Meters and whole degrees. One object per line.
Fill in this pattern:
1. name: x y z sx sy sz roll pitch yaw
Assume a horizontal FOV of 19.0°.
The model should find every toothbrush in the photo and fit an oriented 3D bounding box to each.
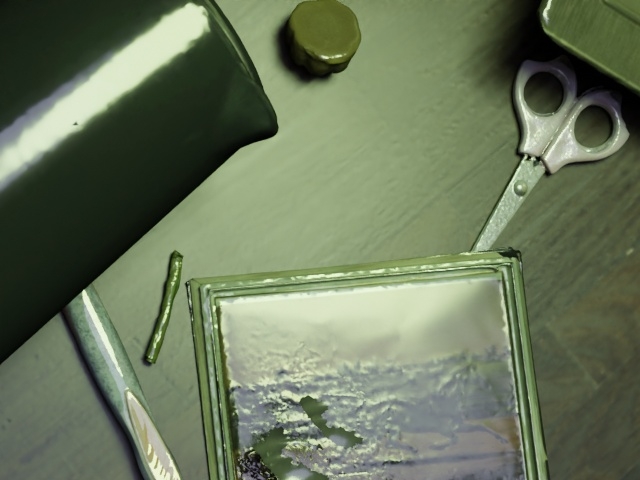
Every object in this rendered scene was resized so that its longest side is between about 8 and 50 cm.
1. toothbrush: -0.115 0.152 1.329 0.028 0.037 0.375 -25 87 -20

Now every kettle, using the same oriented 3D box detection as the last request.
1. kettle: -0.219 -0.060 1.266 0.308 0.262 0.203 -41 124 -17

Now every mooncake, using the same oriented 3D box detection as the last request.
1. mooncake: 0.000 -0.003 1.352 0.150 0.057 0.347 19 76 4

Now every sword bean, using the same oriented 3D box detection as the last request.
1. sword bean: -0.109 0.047 1.354 0.012 0.012 0.083 17 77 -12

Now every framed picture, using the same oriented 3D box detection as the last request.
1. framed picture: 0.038 0.112 1.379 0.252 0.014 0.197 -5 83 -13

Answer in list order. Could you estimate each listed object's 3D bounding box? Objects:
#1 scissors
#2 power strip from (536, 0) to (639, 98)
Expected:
1. scissors: 0.157 -0.050 1.440 0.100 0.015 0.189 35 77 -7
2. power strip: 0.285 -0.208 1.456 0.251 0.092 0.257 27 74 -19
